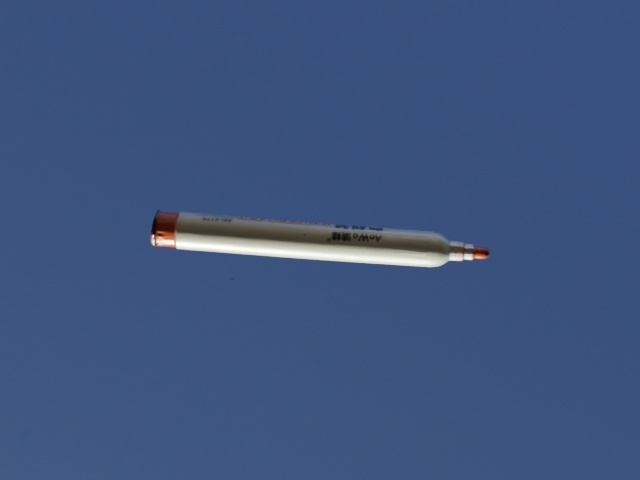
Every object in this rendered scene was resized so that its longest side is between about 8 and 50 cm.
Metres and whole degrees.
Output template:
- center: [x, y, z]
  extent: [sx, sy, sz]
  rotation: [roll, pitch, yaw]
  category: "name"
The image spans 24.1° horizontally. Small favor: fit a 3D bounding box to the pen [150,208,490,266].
- center: [0.000, 0.000, 0.967]
  extent: [0.218, 0.026, 0.026]
  rotation: [4, -92, 3]
  category: "pen"
